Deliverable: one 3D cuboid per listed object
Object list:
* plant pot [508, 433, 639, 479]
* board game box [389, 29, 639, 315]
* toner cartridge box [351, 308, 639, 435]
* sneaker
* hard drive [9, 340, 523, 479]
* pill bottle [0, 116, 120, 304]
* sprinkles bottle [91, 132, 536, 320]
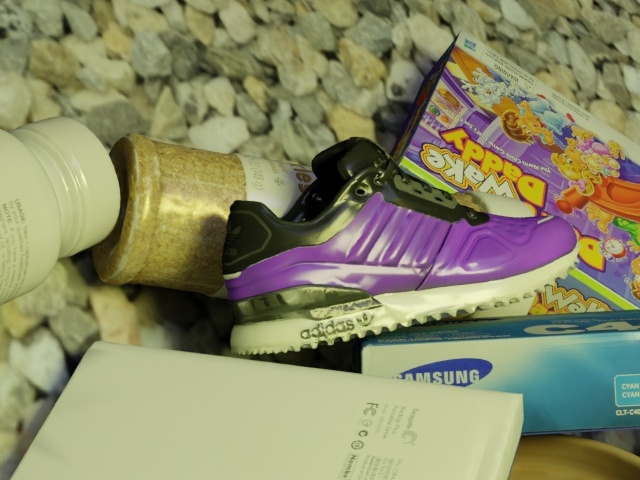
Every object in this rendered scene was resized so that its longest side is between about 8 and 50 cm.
[{"bbox_3d":[0.137,0.236,1.188,0.237,0.110,0.237,-2,23,1],"label":"plant pot"},{"bbox_3d":[0.230,-0.021,1.610,0.347,0.078,0.233,32,42,-6],"label":"board game box"},{"bbox_3d":[0.200,0.097,1.309,0.347,0.165,0.075,-3,92,-2],"label":"toner cartridge box"},{"bbox_3d":[0.061,-0.011,1.287,0.293,0.102,0.146,-12,91,-24],"label":"sneaker"},{"bbox_3d":[-0.042,0.163,1.151,0.318,0.040,0.210,6,39,17],"label":"hard drive"},{"bbox_3d":[-0.259,-0.011,1.220,0.229,0.131,0.131,-26,70,-45],"label":"pill bottle"},{"bbox_3d":[0.000,0.000,1.382,0.355,0.121,0.121,9,49,-23],"label":"sprinkles bottle"}]
